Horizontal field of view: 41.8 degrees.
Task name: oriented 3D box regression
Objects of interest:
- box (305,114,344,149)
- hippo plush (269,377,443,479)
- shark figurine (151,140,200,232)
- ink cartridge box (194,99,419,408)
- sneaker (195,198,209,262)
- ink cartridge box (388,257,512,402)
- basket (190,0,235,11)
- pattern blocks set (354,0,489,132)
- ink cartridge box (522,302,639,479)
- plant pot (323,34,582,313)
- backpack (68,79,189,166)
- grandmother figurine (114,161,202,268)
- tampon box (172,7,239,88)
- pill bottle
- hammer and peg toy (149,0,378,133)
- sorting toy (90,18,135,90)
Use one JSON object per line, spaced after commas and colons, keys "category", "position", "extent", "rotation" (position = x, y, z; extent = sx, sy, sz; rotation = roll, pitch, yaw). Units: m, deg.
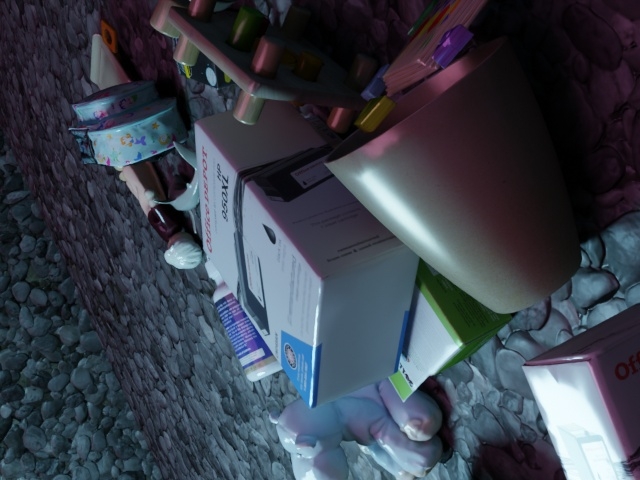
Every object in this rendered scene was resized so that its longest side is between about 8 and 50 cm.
{"category": "box", "position": [-0.006, -0.121, 1.431], "extent": [0.137, 0.072, 0.126], "rotation": [48, 145, 34]}
{"category": "hippo plush", "position": [0.056, 0.323, 1.445], "extent": [0.234, 0.237, 0.294], "rotation": [12, 119, 57]}
{"category": "shark figurine", "position": [-0.322, -0.113, 1.901], "extent": [0.278, 0.116, 0.166], "rotation": [144, 121, -65]}
{"category": "ink cartridge box", "position": [-0.037, 0.008, 1.285], "extent": [0.395, 0.166, 0.285], "rotation": [51, 149, 39]}
{"category": "sneaker", "position": [-0.234, -0.035, 1.880], "extent": [0.106, 0.078, 0.234], "rotation": [48, 145, 43]}
{"category": "ink cartridge box", "position": [0.154, 0.112, 1.291], "extent": [0.188, 0.097, 0.255], "rotation": [58, 153, 18]}
{"category": "basket", "position": [-0.133, -0.482, 1.339], "extent": [0.227, 0.154, 0.204], "rotation": [10, 117, 53]}
{"category": "pattern blocks set", "position": [0.136, -0.237, 0.949], "extent": [0.026, 0.285, 0.325], "rotation": [37, -173, -10]}
{"category": "ink cartridge box", "position": [0.364, 0.214, 0.889], "extent": [0.115, 0.199, 0.272], "rotation": [-23, 88, 63]}
{"category": "plant pot", "position": [0.187, -0.058, 1.007], "extent": [0.274, 0.256, 0.256], "rotation": [54, 153, -10]}
{"category": "backpack", "position": [-0.432, -0.261, 1.912], "extent": [0.254, 0.225, 0.191], "rotation": [19, 129, 50]}
{"category": "grandmother figurine", "position": [-0.408, -0.071, 2.135], "extent": [0.342, 0.104, 0.208], "rotation": [55, 176, 19]}
{"category": "tampon box", "position": [-0.195, -0.364, 1.563], "extent": [0.161, 0.102, 0.120], "rotation": [28, 132, 50]}
{"category": "pill bottle", "position": [-0.130, 0.144, 1.733], "extent": [0.264, 0.153, 0.153], "rotation": [65, 151, 7]}
{"category": "hammer and peg toy", "position": [-0.093, -0.305, 1.296], "extent": [0.361, 0.266, 0.127], "rotation": [46, 123, 37]}
{"category": "sorting toy", "position": [-0.521, -0.411, 2.150], "extent": [0.196, 0.047, 0.347], "rotation": [53, 148, 19]}
